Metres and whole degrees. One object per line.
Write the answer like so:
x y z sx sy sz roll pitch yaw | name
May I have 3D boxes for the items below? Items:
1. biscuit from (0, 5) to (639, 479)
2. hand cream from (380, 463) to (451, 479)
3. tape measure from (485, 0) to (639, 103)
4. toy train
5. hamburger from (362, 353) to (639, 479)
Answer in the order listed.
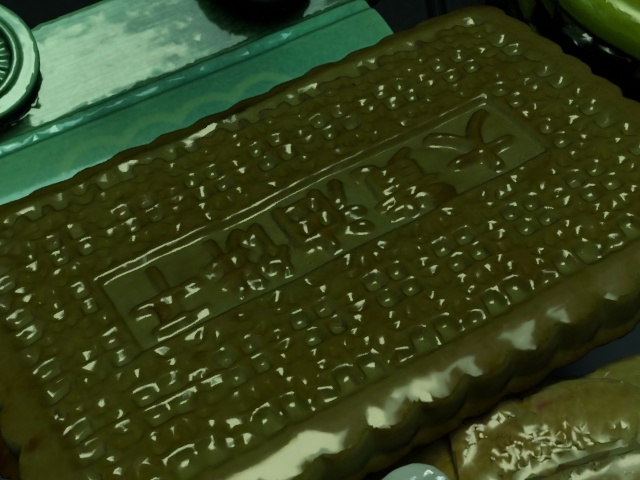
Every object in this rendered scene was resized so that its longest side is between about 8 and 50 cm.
0.000 0.000 0.389 0.254 0.029 0.172 -27 47 -16 | biscuit
-0.088 0.211 0.273 0.359 0.118 0.185 -27 59 -2 | hand cream
0.173 -0.125 0.524 0.186 0.112 0.199 32 62 20 | tape measure
-0.069 -0.049 0.492 0.248 0.101 0.159 -24 78 -14 | toy train
0.097 0.103 0.373 0.262 0.131 0.124 -10 59 -1 | hamburger
